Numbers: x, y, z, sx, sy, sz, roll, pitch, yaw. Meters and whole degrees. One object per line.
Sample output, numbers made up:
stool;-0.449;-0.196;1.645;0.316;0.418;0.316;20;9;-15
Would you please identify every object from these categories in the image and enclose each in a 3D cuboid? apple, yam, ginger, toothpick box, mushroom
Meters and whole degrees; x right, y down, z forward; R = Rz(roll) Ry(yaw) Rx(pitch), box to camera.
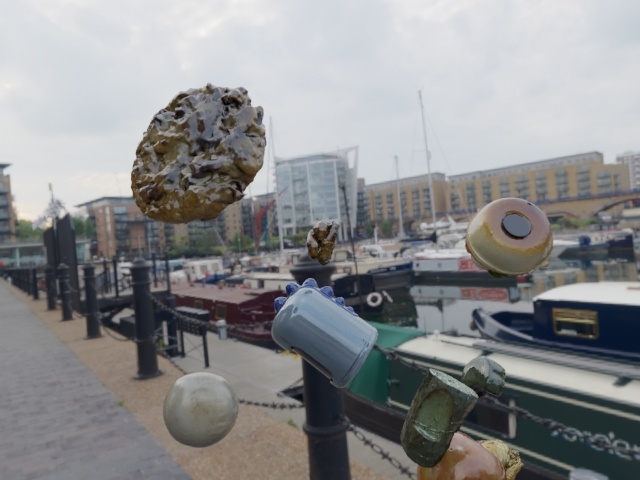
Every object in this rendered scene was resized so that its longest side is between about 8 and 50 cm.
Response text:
apple;0.409;0.700;1.377;0.254;0.253;0.253;-5;0;0
yam;0.315;0.464;1.268;0.154;0.254;0.154;17;18;-6
ginger;0.000;0.000;1.603;0.103;0.162;0.073;20;-7;-23
toothpick box;-0.002;0.293;1.590;0.355;0.263;0.263;34;3;4
mushroom;-0.346;0.477;1.330;0.206;0.206;0.209;-5;-13;-36

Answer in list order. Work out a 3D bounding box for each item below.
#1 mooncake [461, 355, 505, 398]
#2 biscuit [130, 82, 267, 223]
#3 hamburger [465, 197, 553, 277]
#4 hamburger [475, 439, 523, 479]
mooncake;0.594;0.513;1.715;0.104;0.168;0.175;33;1;-8
biscuit;-0.250;-0.188;0.944;0.289;0.334;0.081;1;-25;18
hamburger;0.502;-0.013;1.251;0.237;0.236;0.147;-5;-28;-2
hamburger;0.532;0.802;1.602;0.318;0.158;0.318;-45;-9;-9
